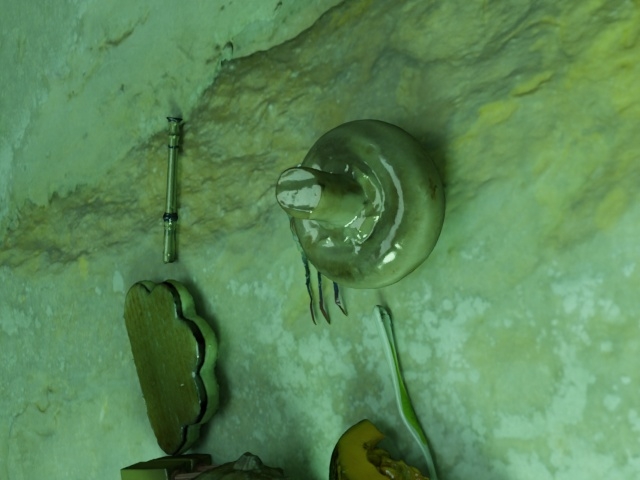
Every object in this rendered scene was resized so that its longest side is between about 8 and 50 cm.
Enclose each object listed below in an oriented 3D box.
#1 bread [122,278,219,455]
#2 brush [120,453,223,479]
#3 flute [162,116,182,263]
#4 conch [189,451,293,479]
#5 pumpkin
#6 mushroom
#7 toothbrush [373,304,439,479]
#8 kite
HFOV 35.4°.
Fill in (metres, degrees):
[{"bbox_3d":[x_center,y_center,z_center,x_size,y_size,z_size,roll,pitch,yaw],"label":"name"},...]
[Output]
[{"bbox_3d":[-0.224,0.185,1.571,0.207,0.056,0.287,-28,74,46],"label":"bread"},{"bbox_3d":[-0.185,0.353,1.518,0.233,0.103,0.047,-11,86,35],"label":"brush"},{"bbox_3d":[-0.236,-0.078,1.588,0.027,0.027,0.233,11,101,44],"label":"flute"},{"bbox_3d":[-0.119,0.392,1.371,0.263,0.324,0.186,111,-177,-65],"label":"conch"},{"bbox_3d":[0.088,0.353,1.220,0.278,0.111,0.163,27,123,42],"label":"pumpkin"},{"bbox_3d":[0.034,-0.044,1.189,0.207,0.215,0.207,-2,86,38],"label":"mushroom"},{"bbox_3d":[0.111,0.206,1.262,0.026,0.022,0.263,-23,78,41],"label":"toothbrush"},{"bbox_3d":[-0.002,0.000,1.368,0.127,0.016,0.229,-19,79,47],"label":"kite"}]
